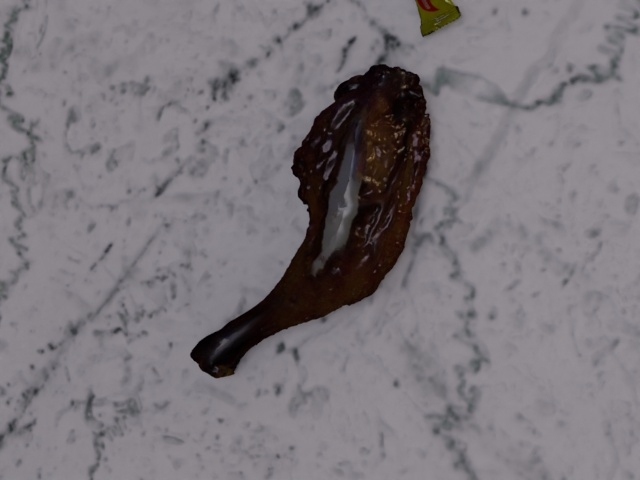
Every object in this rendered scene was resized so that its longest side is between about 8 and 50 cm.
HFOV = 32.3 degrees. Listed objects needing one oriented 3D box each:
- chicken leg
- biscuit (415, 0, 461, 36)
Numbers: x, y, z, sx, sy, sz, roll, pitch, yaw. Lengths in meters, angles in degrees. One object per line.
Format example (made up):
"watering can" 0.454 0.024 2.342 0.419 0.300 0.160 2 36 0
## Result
"chicken leg" 0.000 0.000 1.185 0.158 0.096 0.407 35 102 17
"biscuit" 0.080 -0.362 1.194 0.048 0.026 0.292 -25 83 34
